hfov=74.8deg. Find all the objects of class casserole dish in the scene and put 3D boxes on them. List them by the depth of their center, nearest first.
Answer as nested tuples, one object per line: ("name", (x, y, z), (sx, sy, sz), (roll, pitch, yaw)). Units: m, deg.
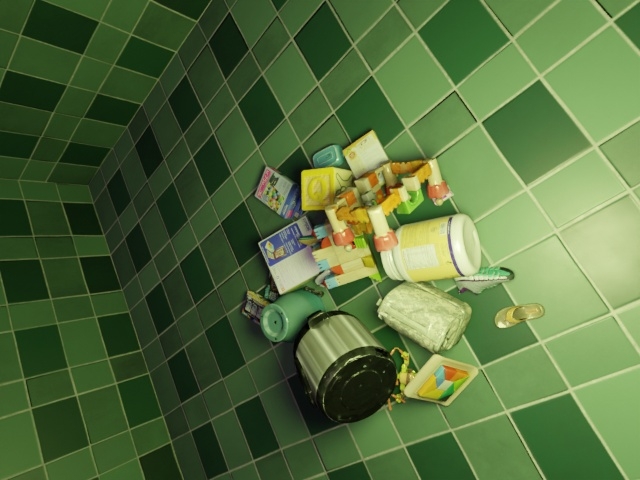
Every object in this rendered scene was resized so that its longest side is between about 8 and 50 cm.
("casserole dish", (0.031, -0.401, 2.050), (0.188, 0.037, 0.114), (-20, 80, 34))

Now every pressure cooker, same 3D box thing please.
("pressure cooker", (0.084, 0.515, 1.808), (0.420, 0.375, 0.370), (44, 117, 57))

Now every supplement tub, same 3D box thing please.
("supplement tub", (0.429, 0.038, 1.641), (0.331, 0.241, 0.241), (-12, 84, 36))

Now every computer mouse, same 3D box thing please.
("computer mouse", (0.011, 0.197, 2.052), (0.106, 0.042, 0.193), (31, 113, -13))

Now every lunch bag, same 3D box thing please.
("lunch bag", (0.401, 0.301, 1.659), (0.305, 0.256, 0.213), (30, 108, 33))

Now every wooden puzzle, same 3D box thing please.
("wooden puzzle", (0.476, 0.556, 1.636), (0.221, 0.238, 0.044), (-56, 27, 19))

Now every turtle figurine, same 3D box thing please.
("turtle figurine", (0.386, 0.604, 1.784), (0.217, 0.087, 0.270), (5, 86, 29))

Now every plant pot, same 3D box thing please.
("plant pot", (-0.149, 0.383, 2.069), (0.271, 0.255, 0.272), (1, 91, 36))

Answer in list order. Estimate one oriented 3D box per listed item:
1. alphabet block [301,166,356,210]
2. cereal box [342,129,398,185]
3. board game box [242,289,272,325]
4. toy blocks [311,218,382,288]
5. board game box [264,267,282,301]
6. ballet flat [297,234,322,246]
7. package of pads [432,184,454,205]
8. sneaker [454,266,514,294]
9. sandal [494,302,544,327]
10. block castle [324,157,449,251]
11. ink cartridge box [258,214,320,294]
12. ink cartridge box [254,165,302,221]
("alphabet block", (0.044, -0.231, 1.945), (0.193, 0.197, 0.193), (-2, 90, 37))
("cereal box", (0.222, -0.350, 1.890), (0.173, 0.047, 0.240), (-30, 74, 23))
("board game box", (-0.356, 0.380, 2.350), (0.170, 0.048, 0.141), (26, 104, 33))
("toy blocks", (0.084, 0.042, 1.854), (0.260, 0.191, 0.381), (-20, 108, 11))
("board game box", (-0.241, 0.242, 2.274), (0.126, 0.026, 0.186), (16, 101, 35))
("ballet flat", (0.000, 0.000, 2.037), (0.232, 0.080, 0.073), (-12, 99, 21))
("package of pads", (0.498, -0.185, 1.713), (0.083, 0.032, 0.050), (-36, 68, 31))
("sneaker", (0.633, 0.160, 1.612), (0.223, 0.083, 0.098), (-5, 112, 39))
("sandal", (0.728, 0.276, 1.545), (0.180, 0.049, 0.072), (-25, 77, 34))
("block castle", (0.259, -0.131, 1.623), (0.303, 0.453, 0.213), (6, 128, 47))
("ink cartridge box", (-0.130, 0.075, 2.145), (0.307, 0.072, 0.304), (-28, 73, 11))
("ink cartridge box", (-0.206, -0.244, 2.216), (0.311, 0.065, 0.186), (36, 112, 28))
